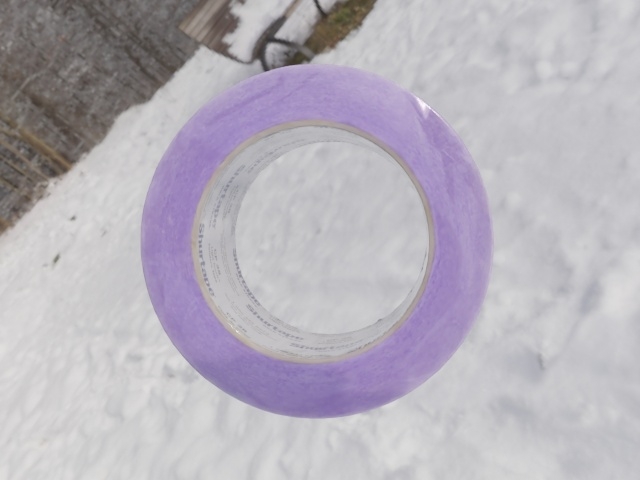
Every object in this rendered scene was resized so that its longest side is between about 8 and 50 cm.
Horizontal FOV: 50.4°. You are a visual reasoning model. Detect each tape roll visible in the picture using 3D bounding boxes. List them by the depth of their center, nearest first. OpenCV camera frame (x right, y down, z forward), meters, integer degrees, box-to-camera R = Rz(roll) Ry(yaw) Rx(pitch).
[{"bbox_3d":[0.000,0.000,0.394,0.189,0.189,0.080,-50,-5,6],"label":"tape roll"}]
